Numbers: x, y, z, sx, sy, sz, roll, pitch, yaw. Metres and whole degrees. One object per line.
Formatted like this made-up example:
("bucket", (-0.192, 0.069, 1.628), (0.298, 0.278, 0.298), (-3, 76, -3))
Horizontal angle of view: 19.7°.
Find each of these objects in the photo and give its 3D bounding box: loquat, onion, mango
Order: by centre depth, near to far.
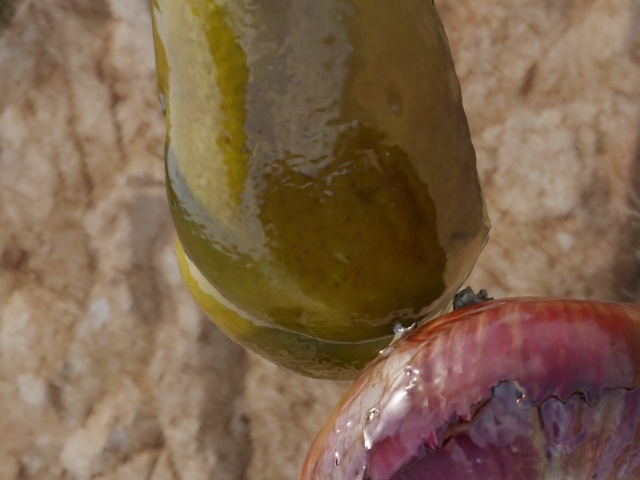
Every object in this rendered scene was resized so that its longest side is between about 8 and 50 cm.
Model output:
("onion", (0.092, 0.103, 0.881), (0.230, 0.230, 0.163), (-39, 37, 18))
("mango", (-0.003, -0.065, 0.914), (0.167, 0.262, 0.130), (-19, 31, -10))
("loquat", (0.005, 0.000, 1.357), (0.213, 0.213, 0.213), (-17, 59, 32))
